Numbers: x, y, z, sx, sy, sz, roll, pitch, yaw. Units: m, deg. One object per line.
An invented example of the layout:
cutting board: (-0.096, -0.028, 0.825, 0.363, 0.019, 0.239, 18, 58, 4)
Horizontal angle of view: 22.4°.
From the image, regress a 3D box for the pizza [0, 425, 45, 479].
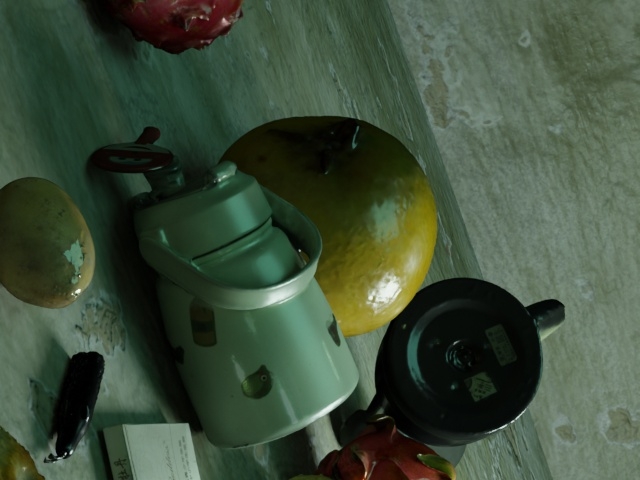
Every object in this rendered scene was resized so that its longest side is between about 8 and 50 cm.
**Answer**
pizza: (-0.236, 0.400, 1.379, 0.406, 0.130, 0.440, 57, 13, -45)

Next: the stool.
stool: (0.126, 0.297, 2.598, 0.228, 0.139, 0.153, 24, 74, -30)

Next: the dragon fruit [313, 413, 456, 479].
dragon fruit: (0.089, 0.376, 2.300, 0.227, 0.224, 0.224, 34, 30, -14)

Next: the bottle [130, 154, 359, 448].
bottle: (-0.100, 0.056, 1.980, 0.229, 0.229, 0.351, -56, 126, -69)

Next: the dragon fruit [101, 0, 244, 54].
dragon fruit: (-0.203, -0.370, 2.091, 0.210, 0.205, 0.268, -64, 138, -56)

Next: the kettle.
kettle: (0.221, 0.179, 2.404, 0.228, 0.321, 0.324, 58, -13, 9)

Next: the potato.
potato: (-0.284, 0.005, 1.649, 0.112, 0.112, 0.147, 33, 36, -65)

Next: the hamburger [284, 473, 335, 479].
hamburger: (0.001, 0.443, 2.083, 0.285, 0.134, 0.265, -74, 148, -67)

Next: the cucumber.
cucumber: (-0.254, 0.178, 1.685, 0.043, 0.039, 0.163, 40, 29, -25)

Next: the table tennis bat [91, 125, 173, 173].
table tennis bat: (-0.223, -0.108, 1.970, 0.154, 0.098, 0.019, -70, 162, -67)

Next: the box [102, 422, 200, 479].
box: (-0.187, 0.262, 1.836, 0.198, 0.029, 0.109, 18, 57, -72)

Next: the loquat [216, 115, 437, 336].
loquat: (0.000, 0.000, 2.231, 0.328, 0.328, 0.359, -81, 180, -55)
